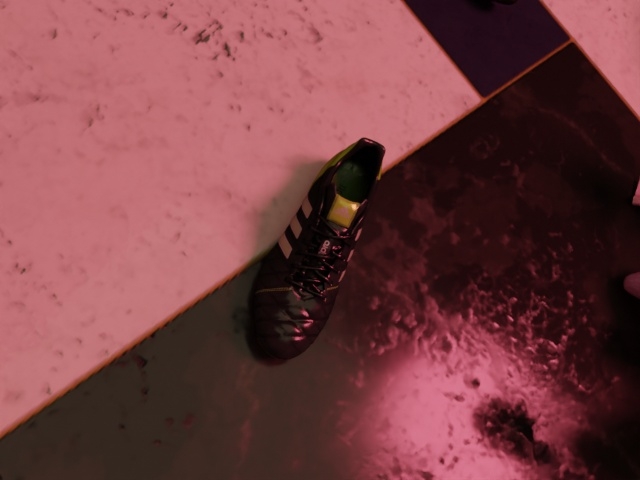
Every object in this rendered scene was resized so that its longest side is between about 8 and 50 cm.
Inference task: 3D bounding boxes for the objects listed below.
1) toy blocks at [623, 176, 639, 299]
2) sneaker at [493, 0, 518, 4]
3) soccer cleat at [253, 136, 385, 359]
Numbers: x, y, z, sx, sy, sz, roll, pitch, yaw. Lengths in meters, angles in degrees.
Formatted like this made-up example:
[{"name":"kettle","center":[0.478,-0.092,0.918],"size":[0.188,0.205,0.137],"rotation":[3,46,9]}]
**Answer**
[{"name":"toy blocks","center":[0.381,0.080,0.486],"size":[0.260,0.309,0.289],"rotation":[8,59,30]},{"name":"sneaker","center":[0.113,-0.274,0.586],"size":[0.170,0.051,0.089],"rotation":[43,66,6]},{"name":"soccer cleat","center":[0.000,0.000,0.445],"size":[0.060,0.072,0.179],"rotation":[26,67,-7]}]
